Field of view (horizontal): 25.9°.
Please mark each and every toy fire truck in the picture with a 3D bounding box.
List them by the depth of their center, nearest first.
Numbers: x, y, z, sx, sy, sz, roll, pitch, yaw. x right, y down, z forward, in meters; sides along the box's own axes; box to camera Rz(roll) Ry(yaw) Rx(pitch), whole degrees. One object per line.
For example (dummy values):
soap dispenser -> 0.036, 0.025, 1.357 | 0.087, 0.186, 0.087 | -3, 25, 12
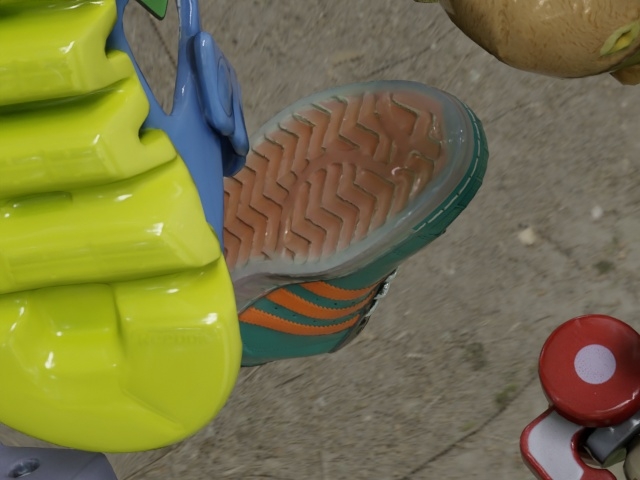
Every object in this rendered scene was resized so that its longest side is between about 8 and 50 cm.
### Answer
toy fire truck -> 0.348, 0.159, 1.263 | 0.302, 0.169, 0.254 | -38, 63, -6

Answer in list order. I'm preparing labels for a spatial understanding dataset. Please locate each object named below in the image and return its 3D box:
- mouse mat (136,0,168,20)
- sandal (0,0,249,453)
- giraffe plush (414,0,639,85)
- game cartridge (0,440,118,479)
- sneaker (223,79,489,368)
mouse mat -> -0.159, -0.324, 1.372 | 0.007, 0.152, 0.189 | 10, 85, 13
sandal -> -0.090, -0.092, 0.443 | 0.126, 0.138, 0.317 | -1, 121, 8
giraffe plush -> 0.088, -0.125, 0.438 | 0.210, 0.170, 0.181 | -10, 44, -38
game cartridge -> -0.281, 0.153, 0.565 | 0.355, 0.230, 0.068 | -2, 110, 31
sneaker -> 0.000, 0.000, 0.831 | 0.121, 0.302, 0.108 | 12, 60, -41
